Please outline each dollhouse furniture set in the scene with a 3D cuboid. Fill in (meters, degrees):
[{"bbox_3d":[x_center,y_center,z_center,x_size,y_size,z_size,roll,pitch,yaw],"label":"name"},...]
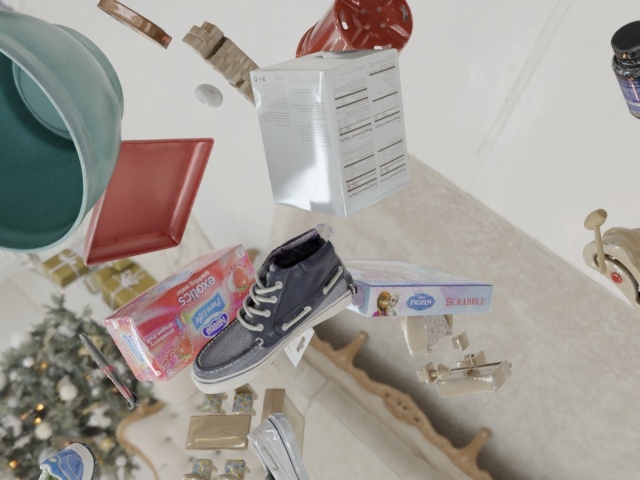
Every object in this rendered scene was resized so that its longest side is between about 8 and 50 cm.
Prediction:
[{"bbox_3d":[-0.172,0.391,1.411,0.242,0.212,0.161,-5,144,14],"label":"dollhouse furniture set"},{"bbox_3d":[0.372,0.221,1.827,0.173,0.303,0.356,-16,91,35],"label":"dollhouse furniture set"}]

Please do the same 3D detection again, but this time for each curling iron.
[{"bbox_3d":[-0.591,0.364,1.887,0.274,0.035,0.068,46,146,14],"label":"curling iron"}]

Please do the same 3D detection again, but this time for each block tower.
[{"bbox_3d":[-0.237,-0.492,1.964,0.335,0.091,0.097,38,-178,-39],"label":"block tower"}]

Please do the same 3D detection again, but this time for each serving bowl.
[{"bbox_3d":[-0.307,-0.409,1.891,0.083,0.083,0.027,45,129,8],"label":"serving bowl"}]

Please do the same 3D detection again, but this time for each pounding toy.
[{"bbox_3d":[0.660,0.064,1.531,0.270,0.154,0.154,57,165,8],"label":"pounding toy"}]

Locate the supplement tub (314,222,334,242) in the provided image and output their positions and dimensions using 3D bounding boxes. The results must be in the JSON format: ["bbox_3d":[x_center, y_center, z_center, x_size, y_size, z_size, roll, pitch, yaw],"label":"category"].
[{"bbox_3d":[0.000,0.000,2.222,0.071,0.107,0.071,13,138,11],"label":"supplement tub"}]

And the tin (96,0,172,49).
[{"bbox_3d":[-0.421,-0.496,1.539,0.189,0.106,0.040,32,98,11],"label":"tin"}]

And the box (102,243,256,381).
[{"bbox_3d":[-0.272,0.147,1.418,0.142,0.300,0.154,-10,110,49],"label":"box"}]

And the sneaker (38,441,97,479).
[{"bbox_3d":[-0.412,0.416,1.038,0.080,0.081,0.211,12,92,25],"label":"sneaker"}]

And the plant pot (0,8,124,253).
[{"bbox_3d":[-0.370,-0.159,0.850,0.293,0.196,0.293,10,127,14],"label":"plant pot"}]

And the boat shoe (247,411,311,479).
[{"bbox_3d":[-0.062,0.396,1.117,0.083,0.075,0.226,-3,109,63],"label":"boat shoe"}]

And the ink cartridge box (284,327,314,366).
[{"bbox_3d":[-0.069,0.225,1.830,0.179,0.045,0.145,52,131,35],"label":"ink cartridge box"}]

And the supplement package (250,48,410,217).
[{"bbox_3d":[0.024,-0.209,1.280,0.199,0.198,0.263,13,121,43],"label":"supplement package"}]

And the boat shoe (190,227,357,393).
[{"bbox_3d":[-0.099,0.113,1.184,0.127,0.340,0.158,37,156,44],"label":"boat shoe"}]

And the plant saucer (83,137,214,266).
[{"bbox_3d":[-0.341,-0.090,1.322,0.047,0.258,0.259,32,113,23],"label":"plant saucer"}]

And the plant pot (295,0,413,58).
[{"bbox_3d":[0.095,-0.505,1.726,0.272,0.272,0.265,51,162,0],"label":"plant pot"}]

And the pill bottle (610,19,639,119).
[{"bbox_3d":[0.731,-0.383,1.529,0.122,0.123,0.219,7,153,44],"label":"pill bottle"}]

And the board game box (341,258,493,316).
[{"bbox_3d":[0.146,0.095,1.469,0.318,0.318,0.066,16,102,58],"label":"board game box"}]
